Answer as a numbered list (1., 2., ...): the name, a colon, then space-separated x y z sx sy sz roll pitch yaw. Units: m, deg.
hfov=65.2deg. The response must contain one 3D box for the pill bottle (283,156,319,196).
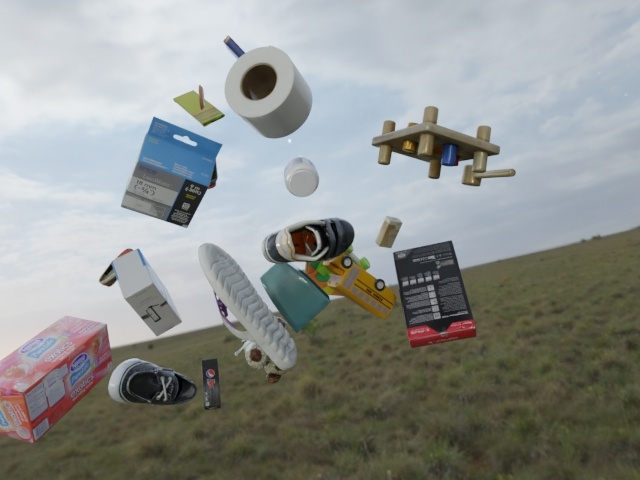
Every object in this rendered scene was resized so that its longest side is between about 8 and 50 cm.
1. pill bottle: -0.061 -0.199 1.602 0.111 0.112 0.187 -12 18 -1

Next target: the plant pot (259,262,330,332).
1. plant pot: -0.103 0.183 1.837 0.165 0.234 0.166 -42 2 0

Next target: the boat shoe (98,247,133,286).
1. boat shoe: -0.619 0.079 1.521 0.049 0.137 0.043 31 -11 22

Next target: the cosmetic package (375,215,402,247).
1. cosmetic package: 0.257 -0.031 1.885 0.060 0.115 0.041 6 28 -25

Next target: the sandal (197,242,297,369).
1. sandal: -0.213 0.195 1.335 0.102 0.416 0.169 -33 11 13

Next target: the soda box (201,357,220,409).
1. soda box: -0.389 0.511 1.783 0.060 0.169 0.053 -4 -29 -13

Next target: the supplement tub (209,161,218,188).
1. supplement tub: -0.578 -0.361 2.516 0.116 0.191 0.117 1 37 -1

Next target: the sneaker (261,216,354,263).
1. sneaker: 0.000 0.000 1.414 0.321 0.126 0.127 -15 -1 -39

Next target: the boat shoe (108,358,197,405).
1. boat shoe: -0.417 0.376 1.289 0.102 0.108 0.301 6 -21 18

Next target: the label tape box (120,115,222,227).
1. label tape box: -0.504 -0.215 1.682 0.240 0.106 0.334 19 -48 -23

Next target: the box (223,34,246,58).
1. box: -0.280 -0.689 1.945 0.036 0.225 0.136 -46 12 4

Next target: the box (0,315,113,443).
1. box: -0.678 0.333 1.257 0.142 0.154 0.300 8 24 12

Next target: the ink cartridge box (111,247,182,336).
1. ink cartridge box: -0.475 0.145 1.377 0.085 0.148 0.203 -30 -38 -12

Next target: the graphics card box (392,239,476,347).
1. graphics card box: 0.403 0.188 1.806 0.232 0.371 0.094 -13 -37 10

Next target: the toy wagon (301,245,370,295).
1. toy wagon: 0.035 0.104 2.138 0.267 0.068 0.344 -35 -60 22

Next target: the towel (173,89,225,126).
1. towel: -0.480 -0.522 1.972 0.102 0.237 0.021 -31 -36 -27

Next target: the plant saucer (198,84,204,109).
1. plant saucer: -0.414 -0.499 1.746 0.013 0.084 0.083 -3 -8 -7

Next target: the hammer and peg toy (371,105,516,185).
1. hammer and peg toy: 0.356 -0.250 1.377 0.361 0.128 0.266 10 -3 -26

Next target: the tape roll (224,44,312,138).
1. tape roll: -0.166 -0.476 1.631 0.245 0.246 0.169 -14 -18 16

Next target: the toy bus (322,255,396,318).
1. toy bus: 0.146 0.174 1.993 0.332 0.130 0.108 35 -12 -22

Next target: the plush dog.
1. plush dog: -0.223 0.501 2.197 0.210 0.225 0.262 -28 19 46
